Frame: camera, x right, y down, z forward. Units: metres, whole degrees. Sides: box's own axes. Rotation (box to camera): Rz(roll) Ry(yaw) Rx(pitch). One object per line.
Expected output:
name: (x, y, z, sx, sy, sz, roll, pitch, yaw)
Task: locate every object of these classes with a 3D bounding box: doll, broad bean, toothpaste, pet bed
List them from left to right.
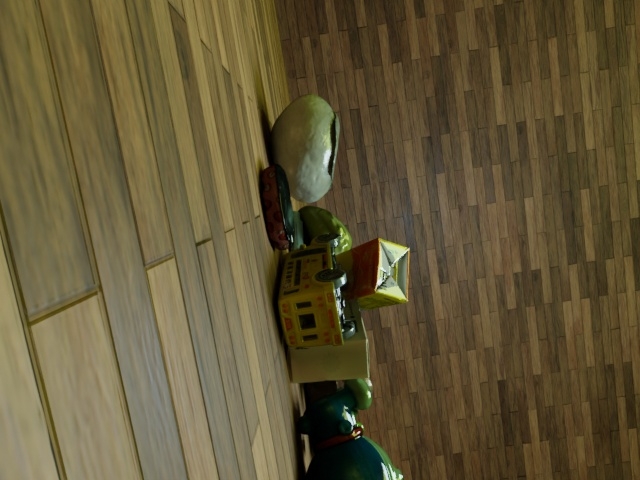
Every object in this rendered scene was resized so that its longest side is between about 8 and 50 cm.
pet bed: (-0.090, -0.074, 0.999, 0.201, 0.054, 0.201, -10, 90, -89)
toothpaste: (-0.069, 0.044, 1.333, 0.074, 0.048, 0.296, 98, -11, -60)
broad bean: (0.000, 0.000, 1.448, 0.291, 0.119, 0.237, 4, -61, 63)
doll: (0.052, 0.454, 0.903, 0.198, 0.186, 0.321, 111, -36, -48)

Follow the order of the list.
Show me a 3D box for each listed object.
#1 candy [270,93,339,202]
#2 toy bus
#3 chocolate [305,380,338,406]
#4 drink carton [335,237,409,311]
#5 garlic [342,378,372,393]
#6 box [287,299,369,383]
candy: (-0.047, -0.252, 1.244, 0.295, 0.186, 0.295, -175, -90, -82)
toy bus: (-0.013, 0.100, 1.015, 0.330, 0.152, 0.144, -92, 172, -71)
chocolate: (0.018, 0.462, 1.180, 0.148, 0.093, 0.213, 77, 4, -56)
drink carton: (0.081, 0.115, 1.241, 0.351, 0.111, 0.154, -26, -129, 53)
garlic: (0.033, 0.279, 1.180, 0.318, 0.112, 0.143, 54, -2, 45)
box: (0.015, 0.221, 1.021, 0.212, 0.168, 0.094, -94, 177, -75)
